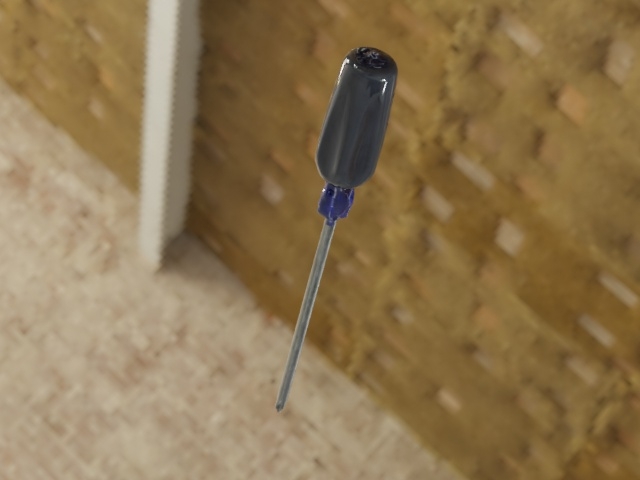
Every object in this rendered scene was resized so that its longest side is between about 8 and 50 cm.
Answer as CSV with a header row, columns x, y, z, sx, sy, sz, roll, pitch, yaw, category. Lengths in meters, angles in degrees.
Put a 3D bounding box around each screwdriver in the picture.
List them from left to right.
x,y,z,sx,sy,sz,roll,pitch,yaw,category
0.000,0.000,0.664,0.170,0.024,0.025,108,-28,-42,screwdriver
